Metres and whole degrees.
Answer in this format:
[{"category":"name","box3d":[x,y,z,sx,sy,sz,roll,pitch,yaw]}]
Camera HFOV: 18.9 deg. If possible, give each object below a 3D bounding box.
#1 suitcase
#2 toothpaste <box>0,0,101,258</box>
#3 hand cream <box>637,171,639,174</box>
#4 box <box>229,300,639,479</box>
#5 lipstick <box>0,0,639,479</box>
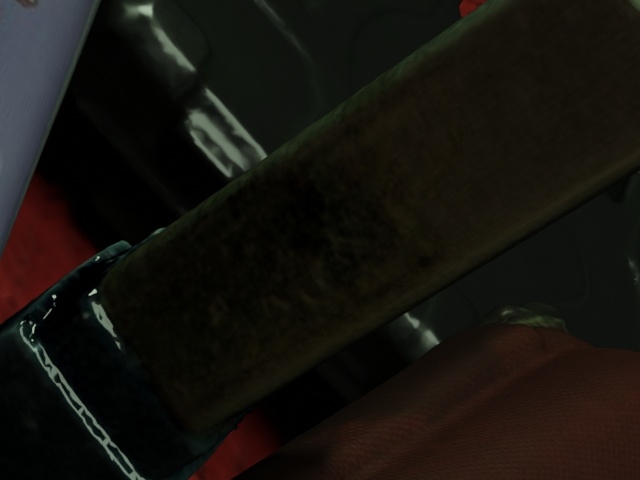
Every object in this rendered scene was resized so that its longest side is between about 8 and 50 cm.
[{"category":"suitcase","box3d":[0.040,-0.001,0.655,0.285,0.066,0.206,48,35,-13]},{"category":"toothpaste","box3d":[-0.105,-0.056,0.493,0.371,0.125,0.080,-75,163,-49]},{"category":"hand cream","box3d":[0.161,-0.051,0.868,0.079,0.048,0.255,34,40,-33]},{"category":"box","box3d":[0.018,0.173,0.402,0.404,0.108,0.263,-27,100,-56]},{"category":"lipstick","box3d":[0.000,0.000,0.375,0.051,0.312,0.051,54,33,-2]}]
